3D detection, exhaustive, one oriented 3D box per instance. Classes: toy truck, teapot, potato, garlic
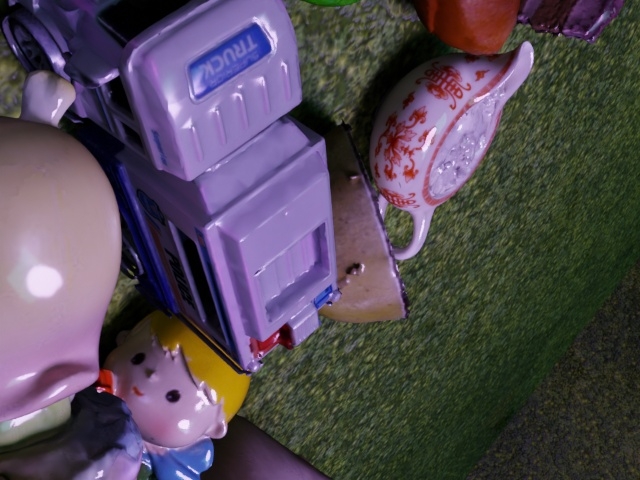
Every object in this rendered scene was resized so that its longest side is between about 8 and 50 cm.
[{"bbox_3d":[-0.070,-0.048,0.473,0.124,0.155,0.268,-40,149,-23],"label":"toy truck"},{"bbox_3d":[0.109,-0.093,0.750,0.159,0.116,0.245,-35,147,-55],"label":"teapot"},{"bbox_3d":[0.000,0.000,0.675,0.117,0.182,0.202,-21,-176,1],"label":"potato"},{"bbox_3d":[-0.074,0.319,0.773,0.231,0.246,0.340,-51,-163,-8],"label":"garlic"}]

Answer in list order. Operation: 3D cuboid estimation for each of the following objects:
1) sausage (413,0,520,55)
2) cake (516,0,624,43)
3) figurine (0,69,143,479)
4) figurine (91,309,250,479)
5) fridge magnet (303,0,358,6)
[{"bbox_3d":[0.108,-0.273,0.555,0.102,0.102,0.330,-42,150,-21],"label":"sausage"},{"bbox_3d":[0.291,-0.336,0.747,0.295,0.116,0.113,-59,148,6],"label":"cake"},{"bbox_3d":[-0.139,0.115,0.381,0.227,0.275,0.394,-18,117,-50],"label":"figurine"},{"bbox_3d":[-0.153,0.125,0.603,0.234,0.127,0.185,-46,137,6],"label":"figurine"},{"bbox_3d":[-0.005,-0.223,0.378,0.208,0.088,0.207,10,78,-57],"label":"fridge magnet"}]
